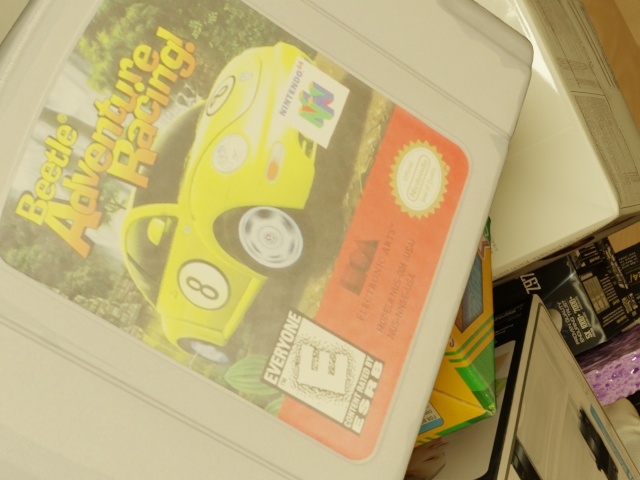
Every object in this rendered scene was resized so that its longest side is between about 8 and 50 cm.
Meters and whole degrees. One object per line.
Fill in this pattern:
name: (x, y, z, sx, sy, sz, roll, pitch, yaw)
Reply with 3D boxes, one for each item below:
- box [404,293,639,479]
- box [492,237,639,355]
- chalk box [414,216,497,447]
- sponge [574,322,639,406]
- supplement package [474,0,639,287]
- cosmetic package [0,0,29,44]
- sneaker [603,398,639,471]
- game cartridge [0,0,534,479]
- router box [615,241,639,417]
box: (0.119, 0.169, 0.913, 0.169, 0.087, 0.290, 60, 21, -11)
box: (0.190, 0.021, 1.276, 0.147, 0.077, 0.180, 65, 21, 5)
chalk box: (0.000, 0.000, 0.763, 0.132, 0.132, 0.213, 54, 24, -25)
sponge: (0.232, 0.100, 1.227, 0.031, 0.117, 0.210, 63, 20, 3)
supplement package: (0.082, -0.045, 0.926, 0.149, 0.194, 0.203, 67, 21, 5)
cosmetic package: (-0.152, -0.164, 0.636, 0.238, 0.107, 0.127, 56, 22, -28)
sneaker: (0.266, 0.187, 1.240, 0.080, 0.094, 0.212, 55, 22, -18)
game cartridge: (-0.038, -0.009, 0.565, 0.196, 0.060, 0.294, 29, 61, -17)
router box: (0.385, 0.144, 1.597, 0.309, 0.081, 0.243, 18, 50, -63)
